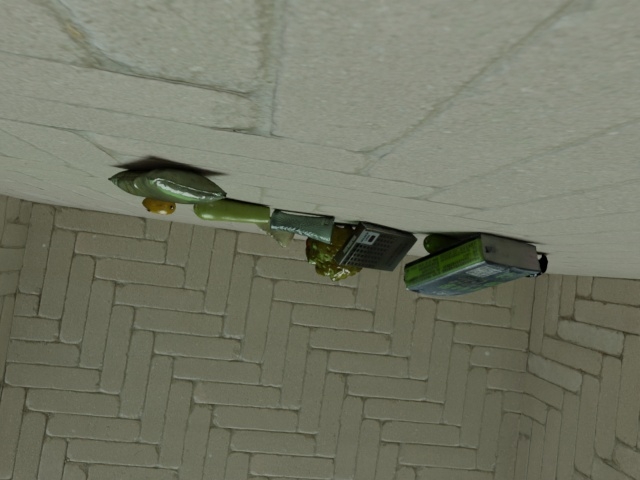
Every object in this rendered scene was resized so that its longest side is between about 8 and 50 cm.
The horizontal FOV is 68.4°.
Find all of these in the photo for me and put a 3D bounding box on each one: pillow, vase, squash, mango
[{"bbox_3d":[-0.362,-0.128,1.102,0.184,0.075,0.302,11,179,-39],"label":"pillow"},{"bbox_3d":[-0.065,-0.054,1.660,0.219,0.096,0.096,10,177,2],"label":"vase"},{"bbox_3d":[-0.290,-0.095,1.537,0.250,0.083,0.083,7,178,-27],"label":"squash"},{"bbox_3d":[-0.601,-0.134,1.745,0.187,0.066,0.101,12,-171,44],"label":"mango"},{"bbox_3d":[0.459,0.023,1.802,0.187,0.095,0.095,13,174,-35],"label":"squash"}]

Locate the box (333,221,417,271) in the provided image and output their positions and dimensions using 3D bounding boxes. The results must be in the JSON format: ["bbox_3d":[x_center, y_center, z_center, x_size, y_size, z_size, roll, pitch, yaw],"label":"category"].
[{"bbox_3d":[0.217,0.031,1.799,0.324,0.180,0.047,10,-146,-43],"label":"box"}]

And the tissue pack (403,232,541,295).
[{"bbox_3d":[0.534,0.102,1.705,0.287,0.124,0.394,9,157,-27],"label":"tissue pack"}]

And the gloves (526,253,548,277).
[{"bbox_3d":[0.910,0.103,2.023,0.203,0.124,0.164,20,-172,-40],"label":"gloves"}]

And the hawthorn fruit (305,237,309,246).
[{"bbox_3d":[0.000,0.000,2.085,0.193,0.157,0.157,26,179,6],"label":"hawthorn fruit"}]

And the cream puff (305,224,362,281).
[{"bbox_3d":[0.064,0.044,1.905,0.196,0.244,0.244,-9,-171,-43],"label":"cream puff"}]

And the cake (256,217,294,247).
[{"bbox_3d":[-0.206,-0.079,2.023,0.220,0.117,0.086,41,-179,12],"label":"cake"}]
